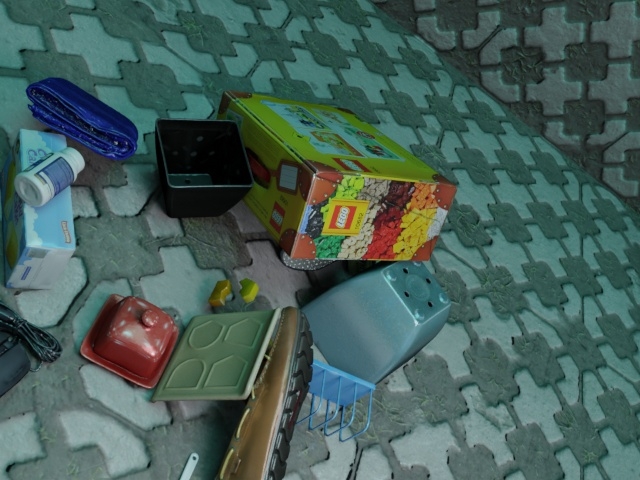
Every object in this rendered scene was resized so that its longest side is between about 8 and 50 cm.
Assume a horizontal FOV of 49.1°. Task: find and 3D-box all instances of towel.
[{"bbox_3d":[-0.493,-0.253,1.468,0.227,0.076,0.308,33,6,-19],"label":"towel"}]

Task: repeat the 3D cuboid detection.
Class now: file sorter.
[{"bbox_3d":[0.010,0.339,1.469,0.170,0.118,0.104,26,49,-20],"label":"file sorter"}]

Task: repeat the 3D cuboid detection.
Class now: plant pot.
[{"bbox_3d":[0.150,0.168,1.615,0.248,0.252,0.247,-24,75,-46],"label":"plant pot"},{"bbox_3d":[-0.276,-0.147,1.573,0.187,0.167,0.188,-3,58,-25],"label":"plant pot"}]

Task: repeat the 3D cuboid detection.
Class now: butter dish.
[{"bbox_3d":[-0.340,0.170,1.320,0.160,0.118,0.160,32,44,-15],"label":"butter dish"}]

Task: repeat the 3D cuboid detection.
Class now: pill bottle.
[{"bbox_3d":[-0.479,-0.117,1.247,0.067,0.067,0.120,41,43,-5],"label":"pill bottle"}]

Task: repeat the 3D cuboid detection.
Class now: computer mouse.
[{"bbox_3d":[-0.564,0.205,1.147,0.188,0.072,0.272,38,42,-9],"label":"computer mouse"}]

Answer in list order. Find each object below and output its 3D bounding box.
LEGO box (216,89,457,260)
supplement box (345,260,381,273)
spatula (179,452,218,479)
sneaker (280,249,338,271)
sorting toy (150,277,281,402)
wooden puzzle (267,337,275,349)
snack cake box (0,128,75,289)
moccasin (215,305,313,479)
[{"bbox_3d":[0.008,-0.158,1.626,0.372,0.193,0.500,2,28,-31],"label":"LEGO box"},{"bbox_3d":[0.119,0.044,1.806,0.083,0.056,0.083,12,35,24],"label":"supplement box"},{"bbox_3d":[-0.215,0.502,1.230,0.168,0.019,0.242,34,43,-11],"label":"spatula"},{"bbox_3d":[0.001,0.002,1.759,0.226,0.086,0.163,-13,21,-8],"label":"sneaker"},{"bbox_3d":[-0.183,0.191,1.371,0.041,0.229,0.307,61,32,-33],"label":"sorting toy"},{"bbox_3d":[-0.112,0.234,1.536,0.049,0.006,0.083,17,48,-28],"label":"wooden puzzle"},{"bbox_3d":[-0.536,-0.059,1.319,0.089,0.152,0.264,6,54,-35],"label":"snack cake box"},{"bbox_3d":[-0.107,0.304,1.338,0.147,0.139,0.380,7,69,19],"label":"moccasin"}]
